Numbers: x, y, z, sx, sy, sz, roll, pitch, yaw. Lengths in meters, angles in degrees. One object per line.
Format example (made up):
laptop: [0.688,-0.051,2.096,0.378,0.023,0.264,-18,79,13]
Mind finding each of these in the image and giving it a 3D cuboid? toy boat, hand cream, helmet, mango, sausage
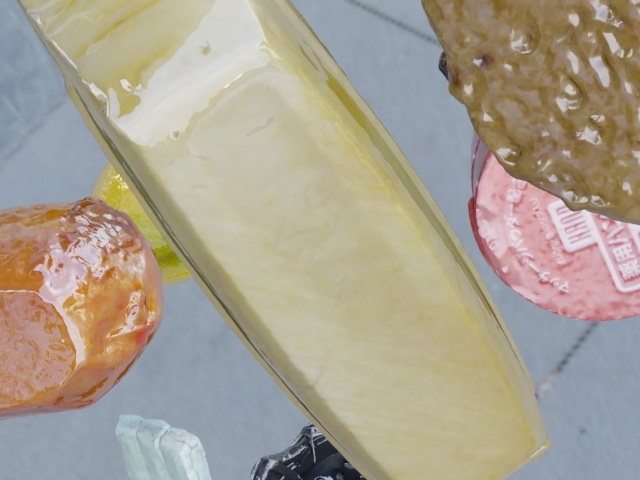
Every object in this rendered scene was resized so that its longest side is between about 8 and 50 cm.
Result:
toy boat: [0.000,0.000,0.402,0.057,0.200,0.077,-35,30,2]
hand cream: [0.205,-0.048,1.202,0.193,0.193,0.125,-15,21,12]
helmet: [0.019,0.285,1.758,0.177,0.107,0.153,-29,52,-8]
mango: [-0.157,-0.033,1.702,0.176,0.119,0.317,-52,29,-9]
sausage: [-0.246,0.058,1.195,0.268,0.153,0.141,-13,15,15]

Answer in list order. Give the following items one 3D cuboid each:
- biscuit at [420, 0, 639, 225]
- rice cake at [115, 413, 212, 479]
biscuit: [0.192,-0.134,0.826,0.295,0.296,0.075,7,29,25]
rice cake: [-0.155,0.289,1.757,0.124,0.211,0.038,12,32,39]
